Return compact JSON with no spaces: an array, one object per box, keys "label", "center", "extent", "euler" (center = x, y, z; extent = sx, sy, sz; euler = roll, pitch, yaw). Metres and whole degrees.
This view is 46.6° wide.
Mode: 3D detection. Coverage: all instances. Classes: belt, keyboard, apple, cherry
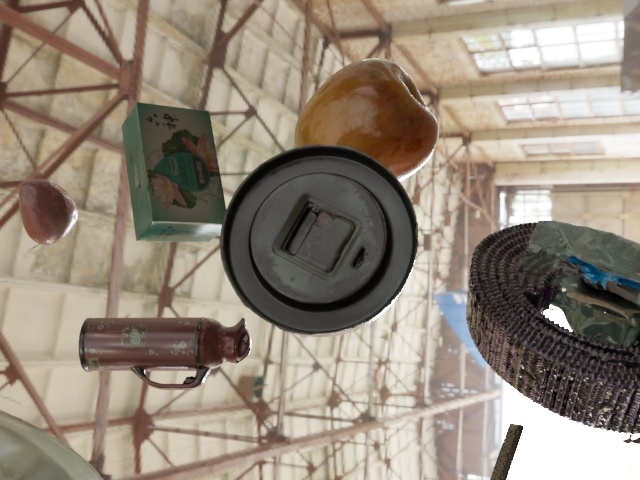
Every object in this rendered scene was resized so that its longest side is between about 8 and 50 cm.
[{"label":"belt","center":[0.332,0.096,0.917],"extent":[0.260,0.325,0.122],"euler":[-35,-42,-31]},{"label":"keyboard","center":[0.314,0.420,1.314],"extent":[0.067,0.011,0.202],"euler":[123,171,-77]},{"label":"apple","center":[0.084,-0.207,1.398],"extent":[0.242,0.241,0.242],"euler":[43,-156,-25]},{"label":"cherry","center":[-0.480,-0.048,1.311],"extent":[0.126,0.087,0.106],"euler":[92,-179,-63]}]

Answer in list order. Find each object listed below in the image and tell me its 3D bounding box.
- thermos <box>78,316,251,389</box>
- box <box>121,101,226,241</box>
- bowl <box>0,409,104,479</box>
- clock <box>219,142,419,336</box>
[{"label":"thermos","center":[-0.303,0.216,1.479],"extent":[0.136,0.330,0.109],"euler":[-89,-2,-54]},{"label":"box","center":[-0.272,-0.124,1.378],"extent":[0.153,0.092,0.245],"euler":[0,-112,-34]},{"label":"bowl","center":[-0.237,0.215,0.388],"extent":[0.157,0.337,0.337],"euler":[-54,11,50]},{"label":"clock","center":[-0.001,-0.001,1.169],"extent":[0.061,0.312,0.313],"euler":[71,-155,-72]}]
